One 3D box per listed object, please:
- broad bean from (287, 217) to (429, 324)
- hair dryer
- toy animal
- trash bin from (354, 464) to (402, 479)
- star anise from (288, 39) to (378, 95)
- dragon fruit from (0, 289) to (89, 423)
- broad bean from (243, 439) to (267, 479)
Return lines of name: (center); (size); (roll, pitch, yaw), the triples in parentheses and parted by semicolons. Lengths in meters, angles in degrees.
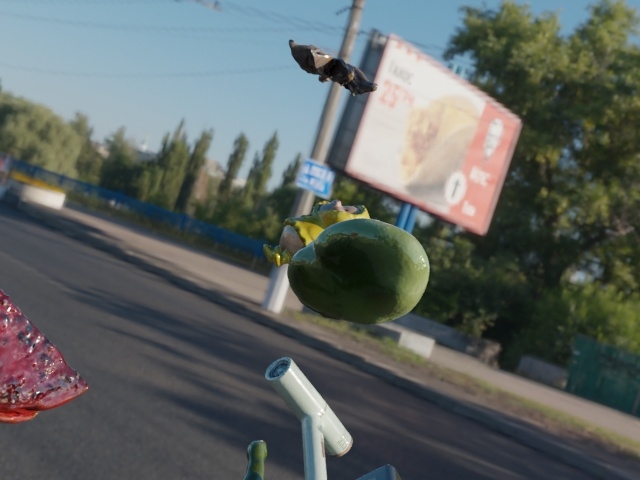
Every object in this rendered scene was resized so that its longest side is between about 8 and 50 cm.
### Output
broad bean: (0.054, 0.053, 1.434); (0.228, 0.169, 0.100); (-27, 6, 38)
hair dryer: (-0.016, 0.251, 1.165); (0.155, 0.044, 0.183); (53, 19, -24)
toy animal: (-0.001, -0.001, 1.985); (0.229, 0.156, 0.156); (-17, 10, -16)
trash bin: (0.126, 0.542, 1.769); (0.165, 0.115, 0.225); (63, 3, -5)
star anise: (0.007, -0.369, 2.022); (0.171, 0.063, 0.208); (22, 10, -40)
dragon fruit: (-0.457, 0.123, 1.130); (0.317, 0.152, 0.205); (50, -34, -17)
broad bean: (-0.137, 0.482, 1.916); (0.052, 0.053, 0.256); (23, 28, -10)
